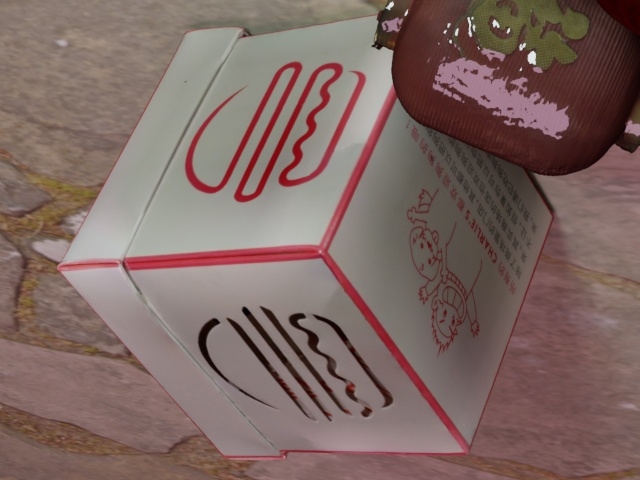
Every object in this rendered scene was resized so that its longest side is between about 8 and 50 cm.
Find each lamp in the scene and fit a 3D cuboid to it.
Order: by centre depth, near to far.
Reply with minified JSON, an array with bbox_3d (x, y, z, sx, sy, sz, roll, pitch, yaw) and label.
[{"bbox_3d":[0.174,-0.156,1.551,0.258,0.180,0.180,22,147,3],"label":"lamp"}]

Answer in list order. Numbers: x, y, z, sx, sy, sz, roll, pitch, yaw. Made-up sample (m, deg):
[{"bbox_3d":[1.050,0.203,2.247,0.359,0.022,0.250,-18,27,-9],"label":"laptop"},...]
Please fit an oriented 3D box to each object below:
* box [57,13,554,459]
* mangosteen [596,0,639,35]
[{"bbox_3d":[0.000,0.000,1.742,0.300,0.312,0.314,-4,137,35],"label":"box"},{"bbox_3d":[0.283,-0.239,1.369,0.199,0.200,0.200,18,146,13],"label":"mangosteen"}]
